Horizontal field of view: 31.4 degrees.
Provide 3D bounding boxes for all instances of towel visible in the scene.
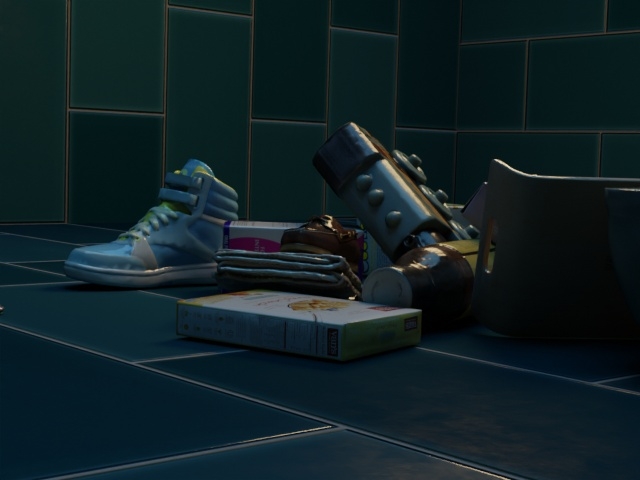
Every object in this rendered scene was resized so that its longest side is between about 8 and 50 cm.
[{"bbox_3d":[-0.040,0.057,1.586,0.187,0.049,0.282,4,-9,9],"label":"towel"}]

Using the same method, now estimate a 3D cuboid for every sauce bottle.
[{"bbox_3d":[0.160,0.056,1.523,0.111,0.111,0.344,4,4,30],"label":"sauce bottle"}]

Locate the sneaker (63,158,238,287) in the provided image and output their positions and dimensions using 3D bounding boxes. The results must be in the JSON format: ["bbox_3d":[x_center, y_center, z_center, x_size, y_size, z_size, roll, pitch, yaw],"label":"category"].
[{"bbox_3d":[-0.270,-0.031,1.864,0.319,0.208,0.127,-2,7,-38],"label":"sneaker"}]

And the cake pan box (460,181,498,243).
[{"bbox_3d":[0.356,0.010,1.682,0.246,0.070,0.267,42,22,24],"label":"cake pan box"}]

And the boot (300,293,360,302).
[{"bbox_3d":[0.000,0.089,1.467,0.099,0.045,0.121,4,-3,4],"label":"boot"}]

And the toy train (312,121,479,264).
[{"bbox_3d":[0.122,-0.046,1.805,0.190,0.142,0.334,27,23,-52],"label":"toy train"}]

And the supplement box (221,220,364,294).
[{"bbox_3d":[-0.044,0.030,1.793,0.220,0.111,0.114,1,4,-4],"label":"supplement box"}]

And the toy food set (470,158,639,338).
[{"bbox_3d":[0.352,0.006,1.427,0.306,0.220,0.092,1,26,-7],"label":"toy food set"}]

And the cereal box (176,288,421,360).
[{"bbox_3d":[-0.025,0.095,1.338,0.240,0.047,0.173,5,5,33],"label":"cereal box"}]

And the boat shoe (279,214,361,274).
[{"bbox_3d":[0.000,0.000,1.587,0.073,0.073,0.207,3,-8,20],"label":"boat shoe"}]

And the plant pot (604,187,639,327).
[{"bbox_3d":[0.446,0.045,1.210,0.293,0.196,0.293,2,4,0],"label":"plant pot"}]

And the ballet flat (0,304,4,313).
[{"bbox_3d":[-0.470,0.075,1.486,0.114,0.041,0.041,2,4,5],"label":"ballet flat"}]

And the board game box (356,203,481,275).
[{"bbox_3d":[0.193,0.003,2.031,0.142,0.144,0.275,0,5,-30],"label":"board game box"}]
